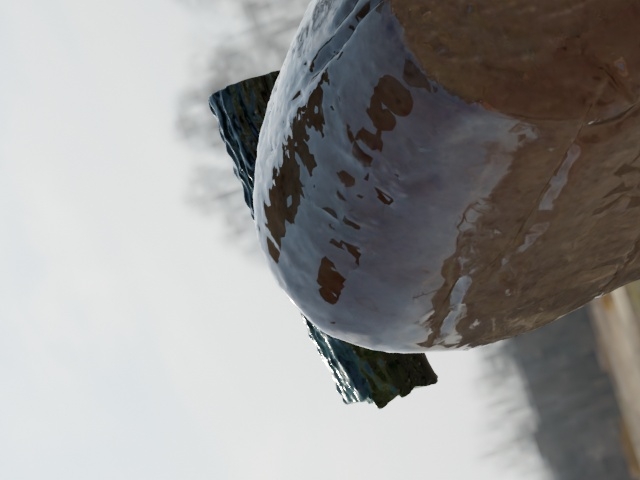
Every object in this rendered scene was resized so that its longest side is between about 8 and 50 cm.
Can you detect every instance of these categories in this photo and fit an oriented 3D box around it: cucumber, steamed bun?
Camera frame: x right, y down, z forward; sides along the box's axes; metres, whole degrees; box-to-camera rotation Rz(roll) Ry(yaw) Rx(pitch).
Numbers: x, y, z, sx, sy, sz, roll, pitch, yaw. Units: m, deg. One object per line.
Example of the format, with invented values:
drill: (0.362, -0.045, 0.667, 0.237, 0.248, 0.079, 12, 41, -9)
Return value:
cucumber: (0.001, 0.000, 0.953, 0.058, 0.058, 0.187, -78, -37, -78)
steamed bun: (0.068, -0.054, 0.516, 0.106, 0.175, 0.145, 58, 149, 26)
